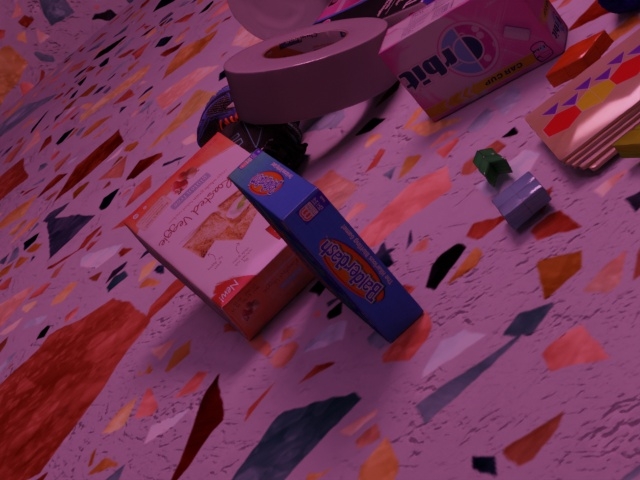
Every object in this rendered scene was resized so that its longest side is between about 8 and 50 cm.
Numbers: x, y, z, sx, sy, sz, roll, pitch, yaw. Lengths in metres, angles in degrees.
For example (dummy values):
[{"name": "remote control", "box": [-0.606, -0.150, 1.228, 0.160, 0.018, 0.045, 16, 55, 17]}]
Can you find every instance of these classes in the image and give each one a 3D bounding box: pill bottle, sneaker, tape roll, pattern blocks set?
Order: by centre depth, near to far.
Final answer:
[{"name": "pattern blocks set", "box": [0.285, -0.141, 1.274, 0.325, 0.026, 0.285, -35, 22, 16]}, {"name": "sneaker", "box": [-0.077, -0.108, 1.725, 0.106, 0.101, 0.267, -32, 23, 14]}, {"name": "tape roll", "box": [-0.011, -0.220, 1.759, 0.219, 0.072, 0.219, -14, 19, 5]}, {"name": "sneaker", "box": [-0.095, -0.183, 1.933, 0.221, 0.083, 0.087, -30, 29, 31]}, {"name": "pill bottle", "box": [-0.021, -0.472, 2.235, 0.176, 0.176, 0.318, -23, 27, 39]}]

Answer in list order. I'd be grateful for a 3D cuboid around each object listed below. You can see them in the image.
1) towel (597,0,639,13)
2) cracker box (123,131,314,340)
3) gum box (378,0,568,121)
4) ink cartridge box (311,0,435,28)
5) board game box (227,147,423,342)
[{"name": "towel", "box": [0.392, -0.380, 1.493, 0.227, 0.076, 0.308, -31, 23, 26]}, {"name": "cracker box", "box": [-0.097, -0.010, 1.511, 0.156, 0.067, 0.232, -45, 43, -9]}, {"name": "gum box", "box": [0.165, -0.220, 1.521, 0.188, 0.107, 0.062, -27, 25, 32]}, {"name": "ink cartridge box", "box": [0.122, -0.326, 1.871, 0.371, 0.069, 0.176, -12, 35, 47]}, {"name": "board game box", "box": [0.000, 0.000, 1.299, 0.047, 0.160, 0.210, -43, 21, -3]}]
